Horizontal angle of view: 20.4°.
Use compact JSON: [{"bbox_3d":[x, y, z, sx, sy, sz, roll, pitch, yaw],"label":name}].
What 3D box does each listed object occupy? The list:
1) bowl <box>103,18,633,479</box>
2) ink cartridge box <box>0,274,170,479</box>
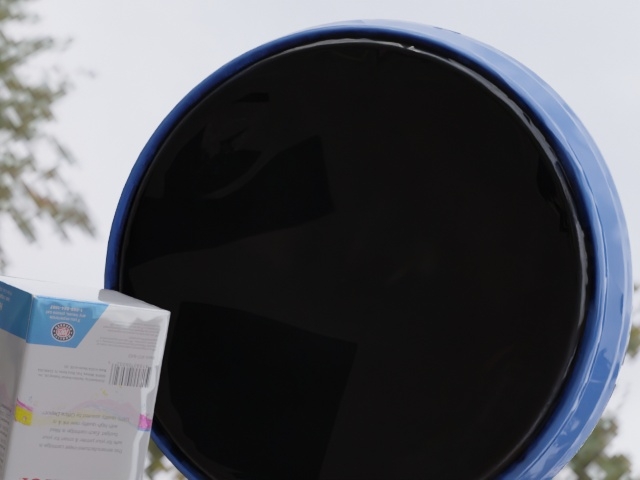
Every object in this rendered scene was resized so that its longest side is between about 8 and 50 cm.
[{"bbox_3d":[0.026,0.030,1.271,0.391,0.077,0.391,-1,-94,17],"label":"bowl"},{"bbox_3d":[-0.162,0.101,1.092,0.090,0.092,0.143,15,-85,60],"label":"ink cartridge box"}]
